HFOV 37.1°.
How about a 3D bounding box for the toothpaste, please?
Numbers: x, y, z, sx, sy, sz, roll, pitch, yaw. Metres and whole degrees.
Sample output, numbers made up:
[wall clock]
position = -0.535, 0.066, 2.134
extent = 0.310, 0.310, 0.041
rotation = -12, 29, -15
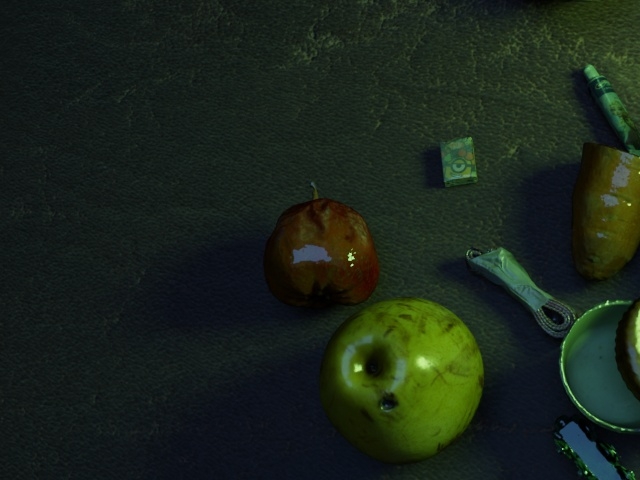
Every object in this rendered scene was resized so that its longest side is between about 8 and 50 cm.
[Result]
[toothpaste]
position = 0.522, -0.226, 1.690
extent = 0.037, 0.062, 0.216
rotation = -52, 51, 44

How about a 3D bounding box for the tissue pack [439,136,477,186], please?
[tissue pack]
position = 0.255, -0.144, 1.758
extent = 0.063, 0.035, 0.083
rotation = -8, 67, 17

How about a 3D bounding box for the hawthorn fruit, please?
[hawthorn fruit]
position = 0.000, 0.000, 1.715
extent = 0.207, 0.207, 0.243
rotation = -10, 64, 16

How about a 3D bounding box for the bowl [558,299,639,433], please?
[bowl]
position = 0.471, 0.208, 1.500
extent = 0.211, 0.112, 0.211
rotation = -1, 70, 2

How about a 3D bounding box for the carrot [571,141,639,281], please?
[carrot]
position = 0.488, -0.039, 1.594
extent = 0.159, 0.159, 0.225
rotation = 16, 90, 23

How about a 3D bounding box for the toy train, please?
[toy train]
position = 0.429, 0.346, 1.485
extent = 0.071, 0.111, 0.170
rotation = -40, 67, 4

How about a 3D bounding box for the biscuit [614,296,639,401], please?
[biscuit]
position = 0.549, 0.165, 1.421
extent = 0.221, 0.066, 0.220
rotation = 0, 71, 0

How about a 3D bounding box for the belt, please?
[belt]
position = 0.348, 0.083, 1.635
extent = 0.232, 0.053, 0.071
rotation = 42, 96, 26

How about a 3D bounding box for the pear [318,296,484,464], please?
[pear]
position = 0.129, 0.224, 1.546
extent = 0.281, 0.281, 0.280
rotation = -6, 69, 17
